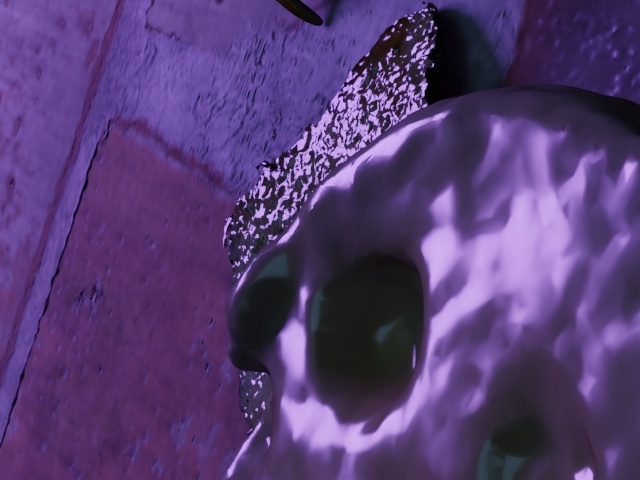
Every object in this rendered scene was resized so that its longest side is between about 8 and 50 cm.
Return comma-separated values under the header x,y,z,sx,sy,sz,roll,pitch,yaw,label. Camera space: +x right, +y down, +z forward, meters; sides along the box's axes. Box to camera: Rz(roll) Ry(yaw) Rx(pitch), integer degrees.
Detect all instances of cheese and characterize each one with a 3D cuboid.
x,y,z,sx,sy,sz,roll,pitch,yaw,label
0.055,0.118,0.564,0.318,0.115,0.326,39,110,57,cheese

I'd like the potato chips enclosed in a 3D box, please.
x,y,z,sx,sy,sz,roll,pitch,yaw,label
0.000,0.000,0.802,0.142,0.026,0.209,15,92,57,potato chips

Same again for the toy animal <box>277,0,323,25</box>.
x,y,z,sx,sy,sz,roll,pitch,yaw,label
-0.031,-0.175,0.872,0.155,0.219,0.095,45,102,16,toy animal
